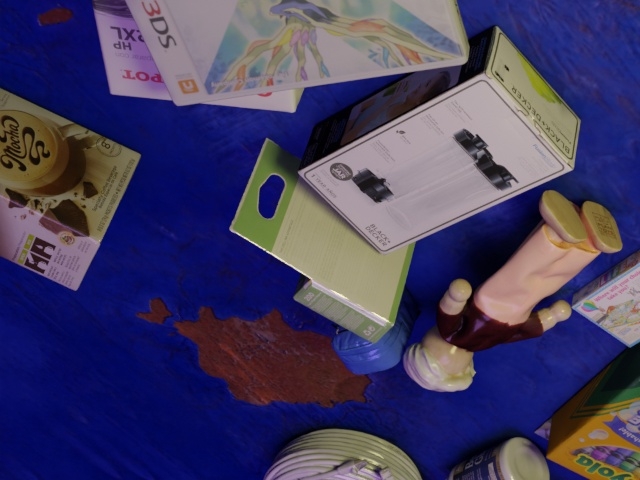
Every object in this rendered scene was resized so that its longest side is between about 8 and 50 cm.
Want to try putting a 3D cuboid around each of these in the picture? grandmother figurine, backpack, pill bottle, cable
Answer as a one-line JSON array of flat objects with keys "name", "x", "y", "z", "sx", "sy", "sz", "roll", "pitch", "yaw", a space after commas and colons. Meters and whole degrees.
[{"name": "grandmother figurine", "x": 0.227, "y": 0.078, "z": 1.792, "sx": 0.208, "sy": 0.104, "sz": 0.342, "roll": 20, "pitch": 131, "yaw": -29}, {"name": "backpack", "x": 0.062, "y": 0.114, "z": 1.905, "sx": 0.098, "sy": 0.120, "sz": 0.101, "roll": -17, "pitch": 127, "yaw": 34}, {"name": "pill bottle", "x": 0.249, "y": 0.362, "z": 2.121, "sx": 0.094, "sy": 0.094, "sz": 0.169, "roll": 37, "pitch": 134, "yaw": -19}, {"name": "cable", "x": 0.036, "y": 0.398, "z": 2.237, "sx": 0.257, "sy": 0.089, "sz": 0.257, "roll": -7, "pitch": 134, "yaw": 25}]

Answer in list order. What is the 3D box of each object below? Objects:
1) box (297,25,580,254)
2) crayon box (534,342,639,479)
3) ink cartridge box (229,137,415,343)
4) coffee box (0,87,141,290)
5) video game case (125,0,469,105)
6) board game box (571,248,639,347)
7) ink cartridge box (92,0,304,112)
[{"name": "box", "x": 0.137, "y": -0.109, "z": 1.670, "sx": 0.290, "sy": 0.087, "sz": 0.169, "roll": -27, "pitch": 122, "yaw": 38}, {"name": "crayon box", "x": 0.454, "y": 0.260, "z": 1.954, "sx": 0.203, "sy": 0.083, "sz": 0.323, "roll": 26, "pitch": 138, "yaw": -9}, {"name": "ink cartridge box", "x": 0.000, "y": 0.000, "z": 1.769, "sx": 0.235, "sy": 0.171, "sz": 0.056, "roll": 29, "pitch": 137, "yaw": -12}, {"name": "coffee box", "x": -0.403, "y": -0.086, "z": 1.820, "sx": 0.297, "sy": 0.168, "sz": 0.119, "roll": 25, "pitch": 137, "yaw": -9}, {"name": "video game case", "x": -0.046, "y": -0.273, "z": 1.411, "sx": 0.329, "sy": 0.036, "sz": 0.300, "roll": -7, "pitch": 134, "yaw": 18}, {"name": "board game box", "x": 0.408, "y": 0.068, "z": 1.809, "sx": 0.103, "sy": 0.026, "sz": 0.154, "roll": 34, "pitch": 136, "yaw": -17}, {"name": "ink cartridge box", "x": -0.128, "y": -0.298, "z": 1.529, "sx": 0.223, "sy": 0.129, "sz": 0.307, "roll": 7, "pitch": 136, "yaw": 10}]
